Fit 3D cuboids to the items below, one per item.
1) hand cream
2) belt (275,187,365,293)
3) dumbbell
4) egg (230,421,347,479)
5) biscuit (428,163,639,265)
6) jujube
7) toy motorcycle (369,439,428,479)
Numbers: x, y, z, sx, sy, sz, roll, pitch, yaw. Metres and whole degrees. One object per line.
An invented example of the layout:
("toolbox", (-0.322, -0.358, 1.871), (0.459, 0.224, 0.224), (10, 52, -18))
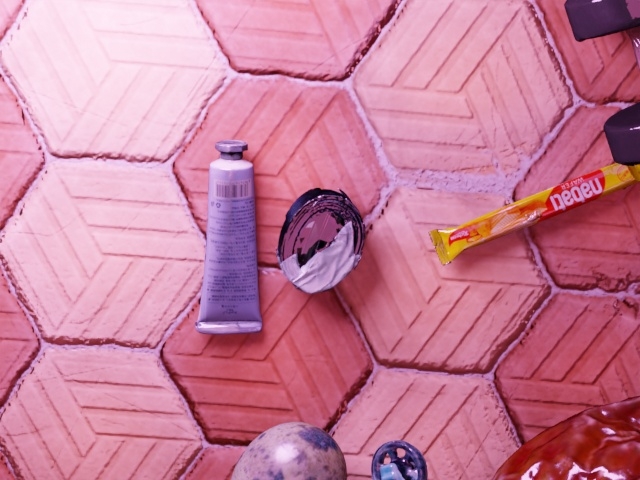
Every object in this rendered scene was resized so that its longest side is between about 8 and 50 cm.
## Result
("hand cream", (-0.117, 0.000, 1.445), (0.088, 0.055, 0.256), (-1, 105, -9))
("belt", (0.000, 0.000, 1.445), (0.105, 0.058, 0.140), (25, 97, -12))
("dumbbell", (0.397, -0.214, 1.357), (0.152, 0.152, 0.218), (-20, 102, 3))
("egg", (-0.046, 0.321, 1.470), (0.141, 0.141, 0.182), (39, 105, -8))
("biscuit", (0.283, -0.043, 1.456), (0.292, 0.026, 0.048), (-22, 82, 4))
("jujube", (0.375, 0.347, 1.419), (0.377, 0.276, 0.276), (-21, 102, 5))
("toy motorcycle", (0.087, 0.406, 1.470), (0.206, 0.154, 0.260), (51, 118, 28))
